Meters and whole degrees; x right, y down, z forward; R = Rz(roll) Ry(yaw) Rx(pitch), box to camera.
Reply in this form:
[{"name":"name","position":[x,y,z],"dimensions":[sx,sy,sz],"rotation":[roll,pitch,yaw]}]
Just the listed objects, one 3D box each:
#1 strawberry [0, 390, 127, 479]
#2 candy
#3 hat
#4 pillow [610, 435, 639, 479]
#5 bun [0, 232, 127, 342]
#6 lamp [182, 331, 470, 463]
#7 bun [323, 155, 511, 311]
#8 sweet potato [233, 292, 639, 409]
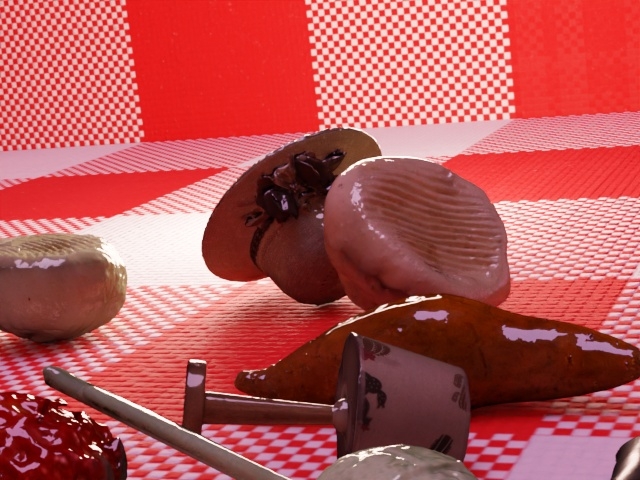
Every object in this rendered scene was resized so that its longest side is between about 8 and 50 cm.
[{"name":"strawberry","position":[-0.267,0.169,1.001],"dimensions":[0.236,0.111,0.190],"rotation":[-3,14,20]},{"name":"candy","position":[-0.058,0.151,0.877],"dimensions":[0.119,0.119,0.439],"rotation":[-17,21,-41]},{"name":"hat","position":[0.000,0.000,1.561],"dimensions":[0.257,0.257,0.130],"rotation":[-15,53,-36]},{"name":"pillow","position":[0.236,0.165,0.892],"dimensions":[0.090,0.048,0.150],"rotation":[1,16,21]},{"name":"bun","position":[-0.329,0.058,1.557],"dimensions":[0.195,0.118,0.195],"rotation":[0,14,0]},{"name":"lamp","position":[0.003,0.129,1.003],"dimensions":[0.214,0.121,0.121],"rotation":[5,11,-4]},{"name":"bun","position":[0.098,0.014,1.445],"dimensions":[0.231,0.231,0.133],"rotation":[-18,-26,-44]},{"name":"sweet potato","position":[0.098,0.099,1.152],"dimensions":[0.359,0.112,0.112],"rotation":[-8,11,8]}]
